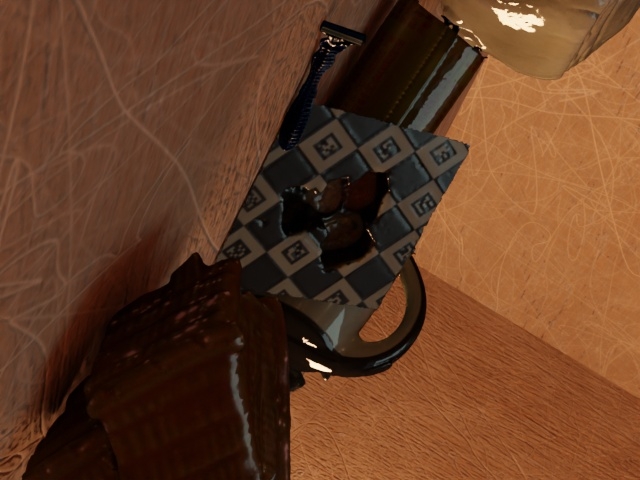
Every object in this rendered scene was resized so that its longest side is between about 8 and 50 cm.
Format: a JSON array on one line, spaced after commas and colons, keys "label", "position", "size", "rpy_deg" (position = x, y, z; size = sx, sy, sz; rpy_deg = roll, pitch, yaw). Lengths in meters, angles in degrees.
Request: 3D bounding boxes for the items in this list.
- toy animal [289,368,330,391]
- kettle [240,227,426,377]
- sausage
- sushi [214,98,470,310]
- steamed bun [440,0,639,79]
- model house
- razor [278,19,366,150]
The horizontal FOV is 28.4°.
[{"label": "toy animal", "position": [-0.051, 0.124, 1.661], "size": [0.114, 0.146, 0.245], "rpy_deg": [-30, -167, -2]}, {"label": "kettle", "position": [0.027, 0.050, 1.525], "size": [0.236, 0.221, 0.161], "rpy_deg": [-56, 172, -33]}, {"label": "sausage", "position": [0.058, -0.115, 1.414], "size": [0.317, 0.117, 0.125], "rpy_deg": [-57, -151, 6]}, {"label": "sushi", "position": [0.012, -0.042, 1.338], "size": [0.231, 0.219, 0.047], "rpy_deg": [-62, -145, 27]}, {"label": "steamed bun", "position": [0.289, -0.340, 1.635], "size": [0.236, 0.247, 0.383], "rpy_deg": [-55, 175, -9]}, {"label": "model house", "position": [-0.126, 0.134, 0.998], "size": [0.229, 0.199, 0.220], "rpy_deg": [58, 17, -66]}, {"label": "razor", "position": [-0.006, -0.145, 1.187], "size": [0.028, 0.044, 0.154], "rpy_deg": [-90, -158, -45]}]
